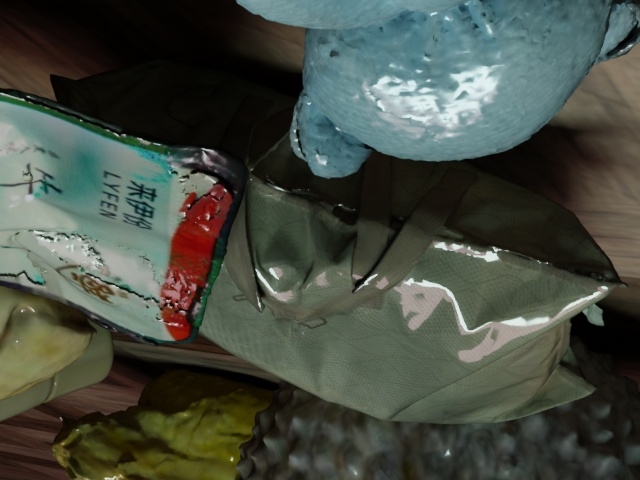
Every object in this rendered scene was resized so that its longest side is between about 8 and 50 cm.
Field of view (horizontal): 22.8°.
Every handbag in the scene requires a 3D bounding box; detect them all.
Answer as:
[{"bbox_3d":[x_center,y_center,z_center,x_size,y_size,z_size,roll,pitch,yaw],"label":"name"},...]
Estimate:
[{"bbox_3d":[0.000,0.000,0.700,0.270,0.117,0.182,19,163,10],"label":"handbag"}]

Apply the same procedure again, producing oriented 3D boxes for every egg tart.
[{"bbox_3d":[-0.066,0.222,1.494,0.351,0.153,0.339,10,165,11],"label":"egg tart"}]

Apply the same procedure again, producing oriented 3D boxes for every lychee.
[{"bbox_3d":[0.089,0.166,0.959,0.300,0.300,0.300,13,165,4],"label":"lychee"}]

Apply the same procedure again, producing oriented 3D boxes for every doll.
[{"bbox_3d":[0.026,-0.094,0.453,0.120,0.075,0.180,-19,135,7],"label":"doll"}]

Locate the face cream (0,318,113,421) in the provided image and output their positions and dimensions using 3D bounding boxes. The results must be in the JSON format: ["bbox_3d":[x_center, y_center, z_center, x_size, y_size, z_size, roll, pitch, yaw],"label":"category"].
[{"bbox_3d":[-0.307,0.106,1.111,0.341,0.137,0.084,-16,157,-38],"label":"face cream"}]

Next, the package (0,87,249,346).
[{"bbox_3d":[-0.149,-0.023,0.622,0.232,0.040,0.166,21,150,-2],"label":"package"}]

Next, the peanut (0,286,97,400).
[{"bbox_3d":[-0.316,0.022,1.015,0.340,0.158,0.174,15,136,-19],"label":"peanut"}]
